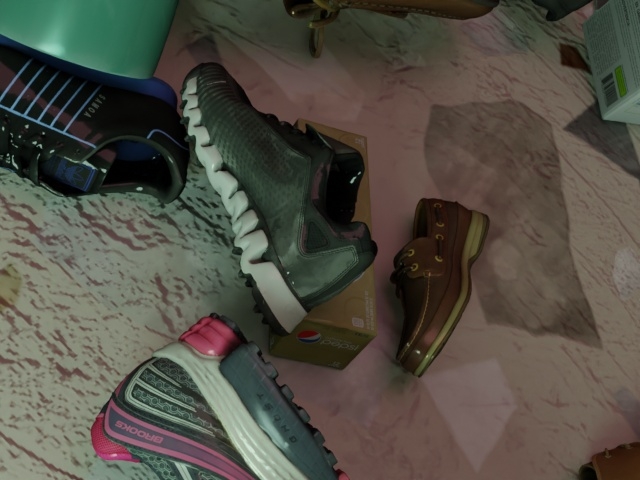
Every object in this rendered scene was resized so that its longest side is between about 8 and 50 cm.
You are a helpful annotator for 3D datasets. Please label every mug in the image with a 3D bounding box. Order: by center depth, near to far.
[{"bbox_3d":[-0.168,-0.180,0.807,0.129,0.097,0.158,27,13,25],"label":"mug"}]

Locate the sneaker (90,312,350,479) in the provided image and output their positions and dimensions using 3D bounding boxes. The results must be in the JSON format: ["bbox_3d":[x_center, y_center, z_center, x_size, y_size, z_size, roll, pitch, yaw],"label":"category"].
[{"bbox_3d":[-0.016,0.192,0.717,0.112,0.121,0.299,-37,79,-11],"label":"sneaker"}]

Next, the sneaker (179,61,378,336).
[{"bbox_3d":[-0.025,-0.048,0.828,0.106,0.078,0.234,-28,54,6],"label":"sneaker"}]

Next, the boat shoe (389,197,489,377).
[{"bbox_3d":[0.081,0.032,0.906,0.060,0.064,0.178,27,43,-3],"label":"boat shoe"}]

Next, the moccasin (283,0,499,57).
[{"bbox_3d":[0.001,-0.241,0.978,0.380,0.147,0.139,-3,70,-41],"label":"moccasin"}]

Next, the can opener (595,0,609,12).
[{"bbox_3d":[0.348,-0.333,1.319,0.095,0.076,0.283,48,38,-37],"label":"can opener"}]

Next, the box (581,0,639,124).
[{"bbox_3d":[0.379,-0.180,1.179,0.203,0.103,0.114,5,66,-27],"label":"box"}]

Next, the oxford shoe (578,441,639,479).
[{"bbox_3d":[0.239,0.174,0.887,0.076,0.076,0.212,35,46,14],"label":"oxford shoe"}]

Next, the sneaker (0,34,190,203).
[{"bbox_3d":[-0.197,-0.079,0.813,0.232,0.081,0.090,5,49,-28],"label":"sneaker"}]

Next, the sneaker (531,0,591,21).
[{"bbox_3d":[0.214,-0.321,1.195,0.109,0.130,0.286,40,19,-33],"label":"sneaker"}]

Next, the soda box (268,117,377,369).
[{"bbox_3d":[0.000,0.000,0.883,0.061,0.058,0.181,14,53,-20],"label":"soda box"}]
